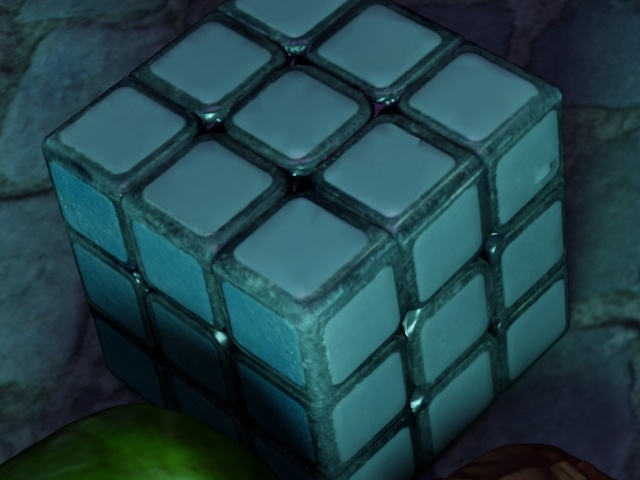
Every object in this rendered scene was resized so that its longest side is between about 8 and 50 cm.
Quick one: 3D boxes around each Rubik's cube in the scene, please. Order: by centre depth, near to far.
[{"bbox_3d":[0.000,0.000,1.548,0.301,0.305,0.304,32,61,33],"label":"Rubik's cube"}]

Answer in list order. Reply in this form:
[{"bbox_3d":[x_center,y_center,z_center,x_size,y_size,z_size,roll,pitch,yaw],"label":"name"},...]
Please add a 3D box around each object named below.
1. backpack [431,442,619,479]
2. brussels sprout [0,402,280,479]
[{"bbox_3d":[0.149,0.248,1.407,0.229,0.139,0.229,-5,48,5],"label":"backpack"},{"bbox_3d":[-0.127,0.291,1.322,0.281,0.289,0.354,-16,69,-20],"label":"brussels sprout"}]
